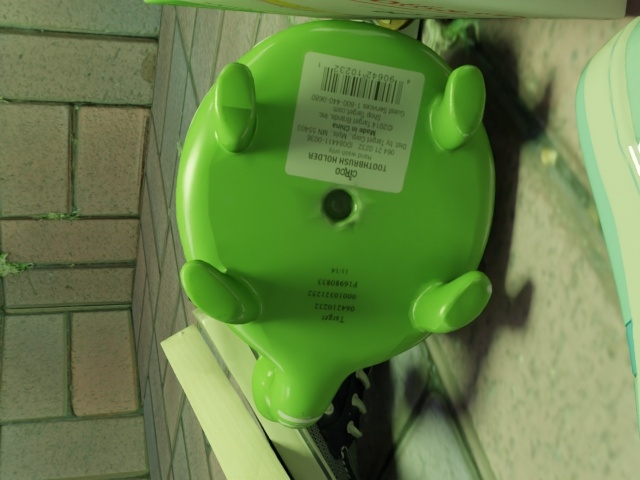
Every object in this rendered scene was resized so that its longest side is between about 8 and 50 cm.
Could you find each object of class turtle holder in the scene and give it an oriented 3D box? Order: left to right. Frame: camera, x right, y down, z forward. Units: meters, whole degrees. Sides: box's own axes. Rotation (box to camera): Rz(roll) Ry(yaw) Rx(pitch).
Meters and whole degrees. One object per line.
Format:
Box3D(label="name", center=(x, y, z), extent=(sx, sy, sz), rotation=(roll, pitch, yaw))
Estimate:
Box3D(label="turtle holder", center=(0.016, -0.012, 0.636), extent=(0.227, 0.243, 0.320), rotation=(-120, 10, -76))

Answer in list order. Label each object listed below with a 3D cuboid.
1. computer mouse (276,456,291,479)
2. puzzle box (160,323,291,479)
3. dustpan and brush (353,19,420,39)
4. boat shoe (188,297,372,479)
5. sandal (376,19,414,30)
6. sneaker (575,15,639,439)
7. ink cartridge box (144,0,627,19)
Box3D(label="computer mouse", center=(-0.049, 0.186, 1.051), extent=(0.184, 0.060, 0.262), rotation=(-119, 22, -46))
Box3D(label="puzzle box", center=(-0.051, 0.285, 0.840), extent=(0.409, 0.052, 0.272), rotation=(39, 155, 60))
Box3D(label="dustpan and brush", center=(0.057, -0.265, 0.720), extent=(0.147, 0.060, 0.211), rotation=(-112, 28, -45))
Box3D(label="boat shoe", center=(0.013, 0.160, 0.795), extent=(0.341, 0.158, 0.127), rotation=(62, 167, -11))
Box3D(label="sandal", center=(0.099, -0.252, 0.631), extent=(0.072, 0.049, 0.180), rotation=(54, 126, 47))
Box3D(label="sneaker", center=(0.197, 0.005, 0.239), extent=(0.208, 0.127, 0.319), rotation=(121, 142, -58))
Box3D(label="ink cartridge box", center=(0.044, -0.198, 0.471), extent=(0.353, 0.207, 0.119), rotation=(24, 115, 56))
